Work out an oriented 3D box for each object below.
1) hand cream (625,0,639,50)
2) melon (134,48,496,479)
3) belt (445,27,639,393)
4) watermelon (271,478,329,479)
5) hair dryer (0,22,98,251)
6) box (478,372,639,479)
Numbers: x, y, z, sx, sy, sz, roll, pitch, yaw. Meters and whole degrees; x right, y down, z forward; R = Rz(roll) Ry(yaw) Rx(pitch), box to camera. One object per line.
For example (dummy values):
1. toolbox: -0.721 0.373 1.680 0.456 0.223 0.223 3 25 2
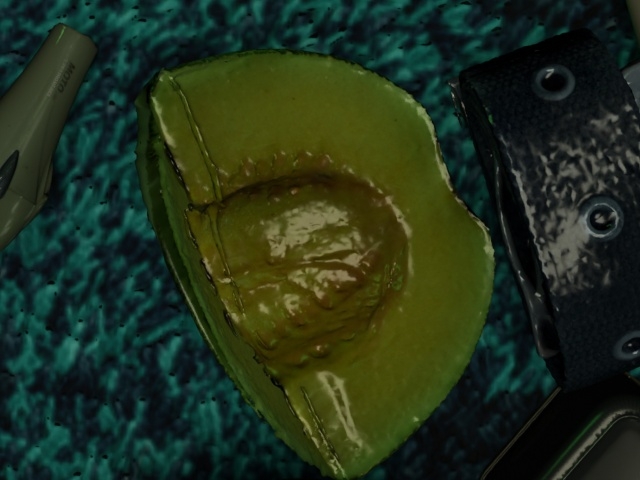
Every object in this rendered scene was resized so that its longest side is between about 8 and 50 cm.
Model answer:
1. hand cream: 0.239 -0.165 0.875 0.111 0.070 0.312 -15 94 -1
2. melon: 0.000 0.000 0.865 0.169 0.129 0.265 -27 94 -21
3. belt: 0.174 -0.023 0.860 0.128 0.122 0.218 -17 96 -3
4. watermelon: -0.012 0.284 0.810 0.285 0.285 0.285 0 97 -2
5. hair dryer: -0.236 -0.099 0.857 0.199 0.067 0.167 45 78 -18
6. box: 0.217 0.192 0.903 0.201 0.090 0.144 41 93 -5
